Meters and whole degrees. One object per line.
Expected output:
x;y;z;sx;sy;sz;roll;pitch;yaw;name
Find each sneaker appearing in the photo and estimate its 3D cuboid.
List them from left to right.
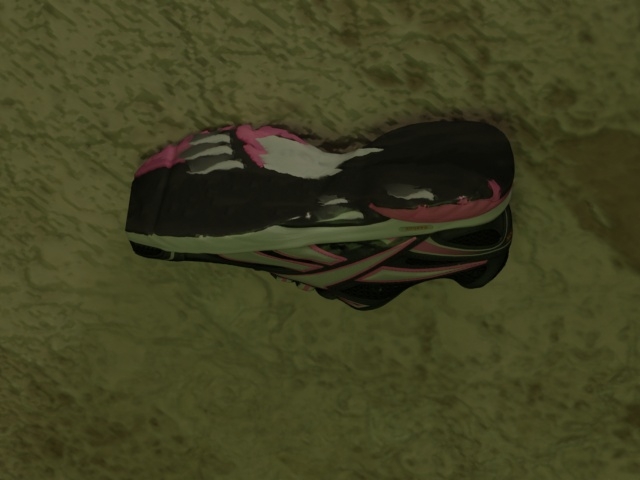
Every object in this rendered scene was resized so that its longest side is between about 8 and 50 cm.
0.000;0.000;0.797;0.178;0.072;0.077;1;134;18;sneaker
